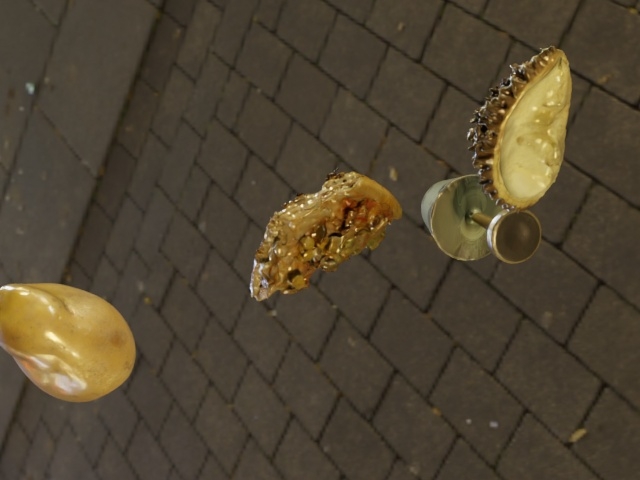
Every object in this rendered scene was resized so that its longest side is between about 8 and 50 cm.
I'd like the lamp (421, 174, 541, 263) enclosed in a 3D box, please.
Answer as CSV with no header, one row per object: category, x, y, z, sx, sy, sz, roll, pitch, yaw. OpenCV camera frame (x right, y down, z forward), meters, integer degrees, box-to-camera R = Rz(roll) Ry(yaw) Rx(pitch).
lamp,0.212,-0.027,1.390,0.214,0.121,0.121,-141,63,-68

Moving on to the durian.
durian,0.128,-0.066,0.665,0.052,0.066,0.130,-77,-11,-49

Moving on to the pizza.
pizza,0.000,0.000,1.287,0.226,0.147,0.069,-31,58,-3

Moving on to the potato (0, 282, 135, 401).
potato,-0.143,0.054,0.564,0.068,0.083,0.062,-31,54,24
